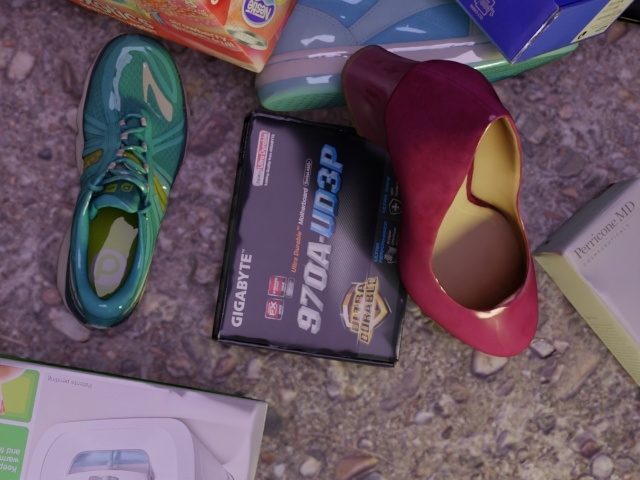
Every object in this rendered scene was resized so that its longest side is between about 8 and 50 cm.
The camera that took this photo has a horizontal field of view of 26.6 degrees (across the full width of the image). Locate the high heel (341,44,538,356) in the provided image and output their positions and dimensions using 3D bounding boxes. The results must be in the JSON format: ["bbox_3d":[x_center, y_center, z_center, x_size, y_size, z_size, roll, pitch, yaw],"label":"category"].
[{"bbox_3d":[0.144,0.000,1.175,0.127,0.181,0.377,-43,128,-10],"label":"high heel"}]

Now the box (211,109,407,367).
[{"bbox_3d":[0.000,0.000,1.279,0.175,0.051,0.220,10,86,-11],"label":"box"}]

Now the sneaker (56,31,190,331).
[{"bbox_3d":[-0.173,-0.054,1.217,0.107,0.110,0.275,7,85,-11],"label":"sneaker"}]

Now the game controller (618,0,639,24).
[{"bbox_3d":[0.298,-0.305,1.347,0.319,0.067,0.167,10,85,-10],"label":"game controller"}]

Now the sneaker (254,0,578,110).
[{"bbox_3d":[0.082,-0.240,1.243,0.319,0.127,0.208,-9,86,-19],"label":"sneaker"}]

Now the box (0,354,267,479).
[{"bbox_3d":[-0.201,0.231,1.191,0.262,0.127,0.231,12,83,-11],"label":"box"}]

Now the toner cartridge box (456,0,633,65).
[{"bbox_3d":[0.127,-0.322,1.219,0.165,0.075,0.348,-22,69,-47],"label":"toner cartridge box"}]

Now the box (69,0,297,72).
[{"bbox_3d":[-0.165,-0.275,1.142,0.300,0.154,0.142,23,82,22],"label":"box"}]

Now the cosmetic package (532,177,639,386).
[{"bbox_3d":[0.330,0.063,1.327,0.117,0.085,0.231,-42,97,-11],"label":"cosmetic package"}]
